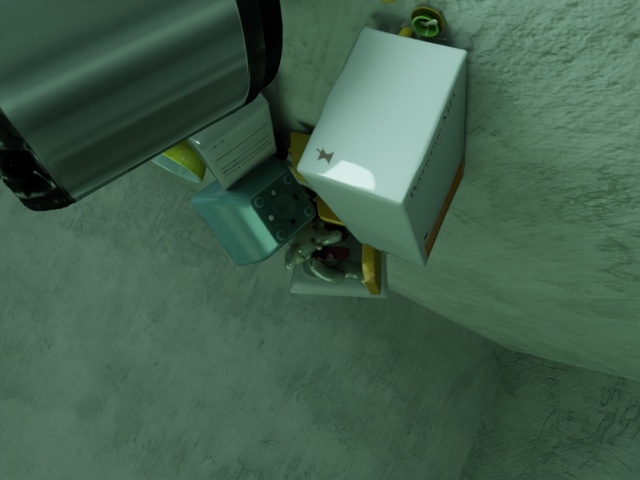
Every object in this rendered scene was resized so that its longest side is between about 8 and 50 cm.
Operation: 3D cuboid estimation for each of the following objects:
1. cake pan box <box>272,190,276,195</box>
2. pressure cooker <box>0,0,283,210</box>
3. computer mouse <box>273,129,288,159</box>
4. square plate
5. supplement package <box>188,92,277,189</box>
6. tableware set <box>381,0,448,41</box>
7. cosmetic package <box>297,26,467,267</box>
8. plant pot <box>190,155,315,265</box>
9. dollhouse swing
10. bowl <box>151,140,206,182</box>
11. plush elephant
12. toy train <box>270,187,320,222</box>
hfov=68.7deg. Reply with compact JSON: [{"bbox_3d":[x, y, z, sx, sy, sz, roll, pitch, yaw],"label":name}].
[{"bbox_3d":[-0.254,-0.240,1.536,0.266,0.070,0.246,33,-168,-42],"label":"cake pan box"},{"bbox_3d":[-0.246,-0.280,0.546,0.370,0.420,0.376,44,158,28],"label":"pressure cooker"},{"bbox_3d":[-0.229,-0.315,1.353,0.272,0.072,0.188,12,167,17],"label":"computer mouse"},{"bbox_3d":[0.076,0.067,1.737,0.347,0.344,0.049,3,130,4],"label":"square plate"},{"bbox_3d":[-0.226,-0.268,1.080,0.177,0.175,0.293,51,173,5],"label":"supplement package"},{"bbox_3d":[0.104,-0.302,0.593,0.104,0.024,0.154,22,171,26],"label":"tableware set"},{"bbox_3d":[0.138,-0.119,0.820,0.161,0.230,0.453,22,174,20],"label":"cosmetic package"},{"bbox_3d":[-0.158,-0.090,1.295,0.252,0.248,0.247,2,130,58],"label":"plant pot"},{"bbox_3d":[0.042,-0.051,1.252,0.315,0.305,0.347,15,169,13],"label":"dollhouse swing"},{"bbox_3d":[-0.527,-0.347,1.703,0.289,0.156,0.289,25,171,4],"label":"bowl"},{"bbox_3d":[0.000,0.000,1.551,0.329,0.272,0.255,0,168,18],"label":"plush elephant"},{"bbox_3d":[-0.069,-0.124,1.805,0.333,0.142,0.190,20,-177,18],"label":"toy train"}]
